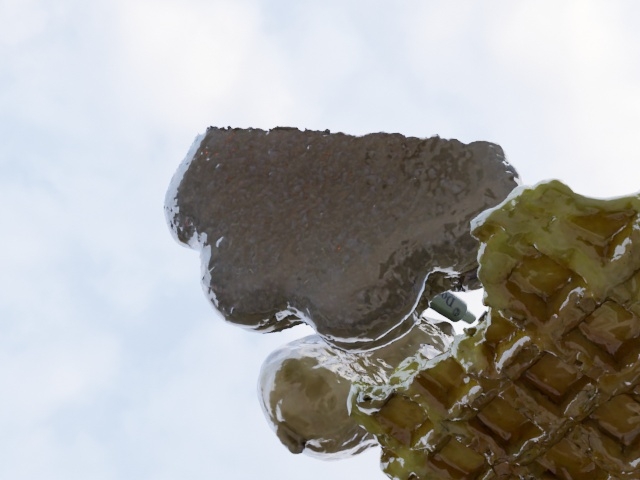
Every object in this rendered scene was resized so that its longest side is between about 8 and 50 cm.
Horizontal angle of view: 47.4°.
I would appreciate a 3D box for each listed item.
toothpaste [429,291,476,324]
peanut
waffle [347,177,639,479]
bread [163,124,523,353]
[{"bbox_3d":[0.112,0.051,0.863,0.197,0.029,0.048,32,-124,-23],"label":"toothpaste"},{"bbox_3d":[0.039,0.163,0.827,0.291,0.159,0.143,-14,-112,-48],"label":"peanut"},{"bbox_3d":[0.143,0.089,0.364,0.291,0.051,0.291,12,-60,22],"label":"waffle"},{"bbox_3d":[0.003,0.000,0.633,0.338,0.102,0.183,6,-109,28],"label":"bread"}]
